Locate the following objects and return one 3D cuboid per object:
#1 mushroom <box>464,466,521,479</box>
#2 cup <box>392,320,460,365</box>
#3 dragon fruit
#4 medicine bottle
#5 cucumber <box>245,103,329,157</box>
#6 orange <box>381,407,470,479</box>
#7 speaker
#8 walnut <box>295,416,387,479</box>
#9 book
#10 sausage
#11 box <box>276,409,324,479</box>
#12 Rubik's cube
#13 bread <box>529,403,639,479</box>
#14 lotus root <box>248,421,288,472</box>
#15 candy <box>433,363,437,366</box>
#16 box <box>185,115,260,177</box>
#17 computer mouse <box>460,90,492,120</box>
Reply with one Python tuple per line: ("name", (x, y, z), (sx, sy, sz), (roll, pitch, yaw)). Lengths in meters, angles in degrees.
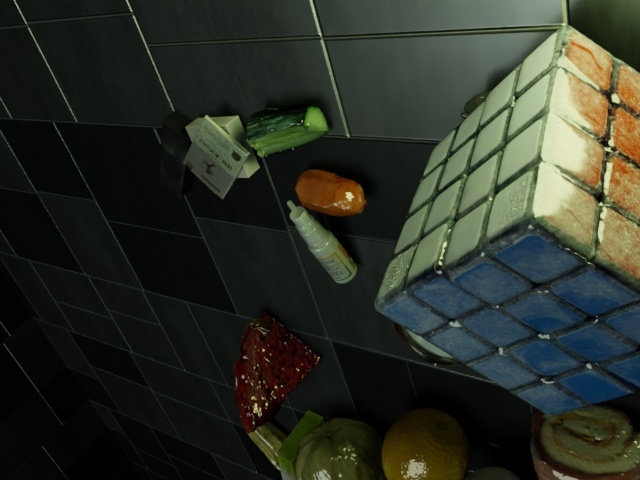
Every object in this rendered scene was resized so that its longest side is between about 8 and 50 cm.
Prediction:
("mushroom", (0.423, 0.656, 1.572), (0.315, 0.356, 0.315), (35, 165, 11))
("cup", (0.271, 0.104, 1.297), (0.196, 0.196, 0.280), (39, 134, 3))
("dragon fruit", (-0.132, 0.371, 1.846), (0.240, 0.330, 0.302), (-20, 111, 26))
("medicine bottle", (0.000, 0.000, 1.490), (0.221, 0.061, 0.092), (51, -176, -40))
("cucumber", (-0.079, -0.225, 1.357), (0.193, 0.086, 0.115), (-3, 169, 41))
("orange", (0.258, 0.526, 1.683), (0.236, 0.236, 0.236), (24, 139, 22))
("speaker", (-0.341, -0.201, 1.637), (0.082, 0.044, 0.218), (35, 143, 8))
("walnut", (0.070, 0.650, 1.940), (0.282, 0.253, 0.277), (-21, 105, 53))
("book", (-0.231, -0.179, 1.502), (0.127, 0.014, 0.182), (42, 142, 0))
("sausage", (0.013, -0.097, 1.396), (0.179, 0.089, 0.089), (16, 136, 39))
("box", (-0.050, 0.677, 2.137), (0.062, 0.175, 0.261), (21, 138, 27))
("Rubik's cube", (0.328, -0.009, 0.938), (0.344, 0.344, 0.337), (32, 147, -12))
("bread", (0.545, 0.428, 1.371), (0.244, 0.190, 0.123), (6, 144, 33))
("lotus root", (-0.162, 0.676, 2.306), (0.258, 0.097, 0.110), (48, 136, 4))
("candy", (0.254, 0.212, 1.491), (0.095, 0.085, 0.110), (11, 124, 42))
("box", (-0.215, -0.207, 1.515), (0.129, 0.051, 0.130), (6, 131, 38))
("computer mouse", (0.306, -0.192, 1.059), (0.172, 0.057, 0.099), (15, 150, 16))
